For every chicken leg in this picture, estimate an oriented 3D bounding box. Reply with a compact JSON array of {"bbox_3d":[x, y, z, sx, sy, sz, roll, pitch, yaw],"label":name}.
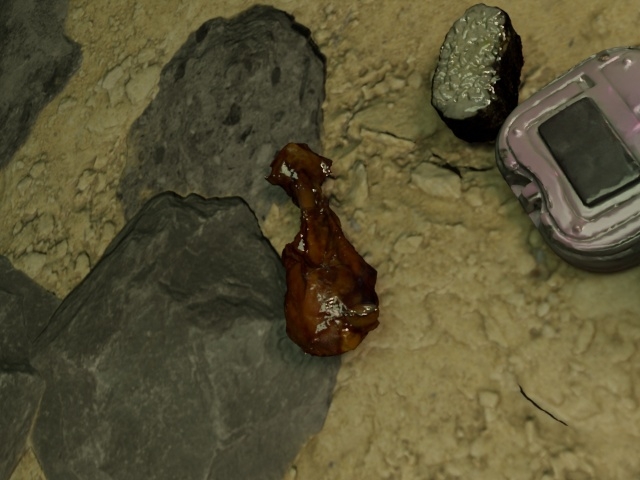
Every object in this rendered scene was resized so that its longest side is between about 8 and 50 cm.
[{"bbox_3d":[0.000,0.000,0.750,0.113,0.093,0.304,-15,54,6],"label":"chicken leg"}]

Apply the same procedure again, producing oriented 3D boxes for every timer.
[{"bbox_3d":[0.283,-0.084,0.615,0.191,0.069,0.208,-35,58,18],"label":"timer"}]

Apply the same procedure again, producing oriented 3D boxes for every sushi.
[{"bbox_3d":[0.179,-0.188,0.712,0.090,0.078,0.150,-1,71,37],"label":"sushi"}]
